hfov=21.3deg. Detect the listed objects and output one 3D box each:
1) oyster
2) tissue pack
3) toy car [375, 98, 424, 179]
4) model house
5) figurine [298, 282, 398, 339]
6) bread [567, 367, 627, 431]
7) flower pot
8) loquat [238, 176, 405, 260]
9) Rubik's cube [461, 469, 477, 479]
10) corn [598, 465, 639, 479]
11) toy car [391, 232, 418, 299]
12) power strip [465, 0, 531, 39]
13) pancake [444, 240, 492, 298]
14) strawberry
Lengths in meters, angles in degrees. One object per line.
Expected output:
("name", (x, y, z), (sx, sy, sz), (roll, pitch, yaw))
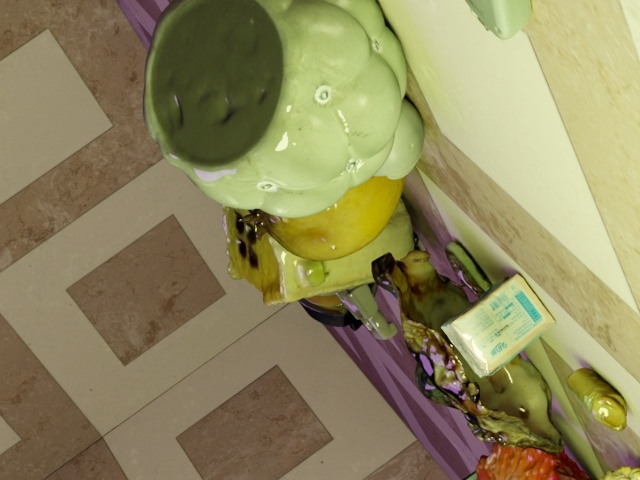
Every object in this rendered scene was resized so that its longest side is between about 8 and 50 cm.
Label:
("oyster", (0.171, 0.143, 1.950), (0.361, 0.096, 0.221), (35, -148, -55))
("tissue pack", (0.186, 0.088, 1.768), (0.074, 0.094, 0.059), (54, 170, 4))
("toy car", (0.052, -0.116, 1.710), (0.112, 0.112, 0.139), (28, 148, 43))
("model house", (0.000, 0.000, 2.120), (0.234, 0.193, 0.175), (-134, 38, -55))
("figurine", (0.014, 0.037, 2.692), (0.308, 0.143, 0.308), (164, 90, -86))
("bread", (0.281, 0.158, 1.715), (0.049, 0.034, 0.088), (41, -175, -28))
("flower pot", (-0.039, -0.142, 1.572), (0.246, 0.246, 0.195), (52, -154, 23))
("loquat", (-0.010, -0.080, 1.875), (0.213, 0.213, 0.213), (54, 174, 8))
("Rubik's cube", (0.275, 0.380, 2.347), (0.167, 0.180, 0.183), (54, 173, 11))
("corn", (0.346, 0.318, 1.874), (0.081, 0.081, 0.248), (51, 173, 32))
("toy car", (0.102, 0.027, 2.273), (0.103, 0.063, 0.216), (48, 171, 50))
("power strip", (0.098, -0.210, 1.071), (0.060, 0.027, 0.253), (53, 174, 26))
("pancake", (0.176, 0.041, 1.980), (0.108, 0.017, 0.108), (50, 173, 8))
("strawberry", (0.299, 0.346, 2.135), (0.178, 0.234, 0.234), (14, -168, -23))
